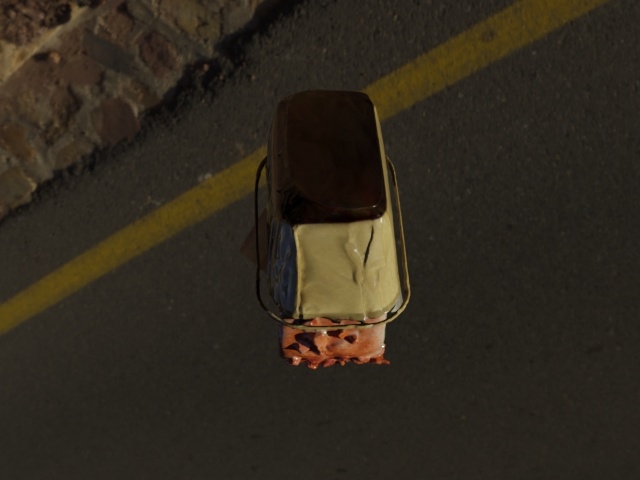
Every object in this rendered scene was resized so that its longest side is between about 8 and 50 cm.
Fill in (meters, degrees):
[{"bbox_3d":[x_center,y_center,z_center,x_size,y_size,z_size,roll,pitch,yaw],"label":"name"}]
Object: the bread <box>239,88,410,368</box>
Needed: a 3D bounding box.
[{"bbox_3d":[0.000,0.000,0.692,0.143,0.224,0.211,1,134,-3],"label":"bread"}]
